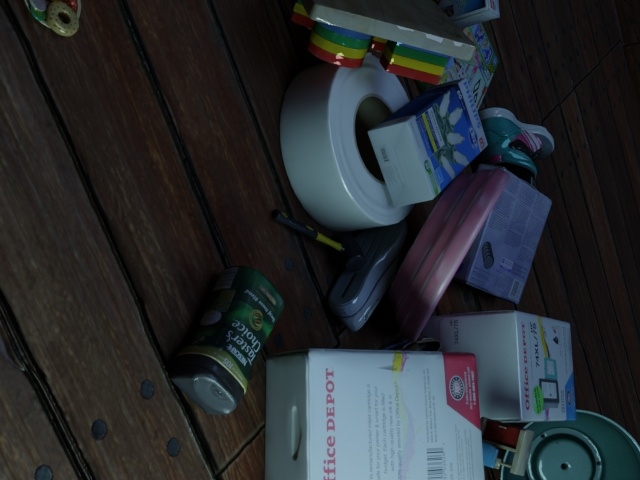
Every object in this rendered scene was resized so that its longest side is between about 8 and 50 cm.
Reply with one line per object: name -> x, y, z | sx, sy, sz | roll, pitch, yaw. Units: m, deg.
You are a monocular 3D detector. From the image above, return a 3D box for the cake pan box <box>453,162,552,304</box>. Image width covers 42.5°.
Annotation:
cake pan box -> 0.380, -0.007, 1.729 | 0.266, 0.070, 0.246 | 20, 89, -50

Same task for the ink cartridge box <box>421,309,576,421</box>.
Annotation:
ink cartridge box -> 0.343, 0.248, 1.574 | 0.270, 0.197, 0.198 | 14, 71, -52

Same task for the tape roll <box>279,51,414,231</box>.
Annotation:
tape roll -> 0.057, -0.159, 1.352 | 0.286, 0.100, 0.287 | 15, 71, -51

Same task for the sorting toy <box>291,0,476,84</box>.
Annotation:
sorting toy -> 0.074, -0.335, 1.283 | 0.255, 0.089, 0.257 | 10, 31, -18

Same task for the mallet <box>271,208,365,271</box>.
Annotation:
mallet -> 0.000, 0.000, 1.278 | 0.189, 0.039, 0.062 | 22, 29, -46

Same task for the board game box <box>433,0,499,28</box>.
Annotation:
board game box -> 0.242, -0.560, 1.611 | 0.053, 0.192, 0.306 | 8, 77, -53

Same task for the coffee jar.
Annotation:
coffee jar -> -0.119, 0.129, 1.064 | 0.096, 0.079, 0.184 | 53, 45, -33

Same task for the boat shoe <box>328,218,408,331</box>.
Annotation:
boat shoe -> 0.082, 0.053, 1.373 | 0.226, 0.083, 0.076 | -52, 136, -32

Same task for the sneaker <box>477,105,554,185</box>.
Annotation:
sneaker -> 0.454, -0.182, 1.879 | 0.295, 0.123, 0.179 | 12, 68, -45

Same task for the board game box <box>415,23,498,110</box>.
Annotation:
board game box -> 0.290, -0.384, 1.767 | 0.214, 0.046, 0.317 | 58, 42, -30

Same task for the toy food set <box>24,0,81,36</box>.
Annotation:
toy food set -> -0.307, -0.281, 0.941 | 0.082, 0.020, 0.083 | 36, 56, -45

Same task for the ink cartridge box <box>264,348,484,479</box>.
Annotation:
ink cartridge box -> 0.080, 0.272, 1.185 | 0.306, 0.131, 0.226 | 7, 76, -30

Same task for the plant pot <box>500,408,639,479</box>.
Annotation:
plant pot -> 0.526, 0.492, 1.741 | 0.196, 0.292, 0.293 | 21, 63, -80

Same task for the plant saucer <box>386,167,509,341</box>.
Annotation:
plant saucer -> 0.209, 0.014, 1.413 | 0.332, 0.084, 0.332 | -58, 170, -17

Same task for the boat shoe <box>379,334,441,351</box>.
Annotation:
boat shoe -> 0.151, 0.206, 1.430 | 0.183, 0.066, 0.066 | -34, 111, -51

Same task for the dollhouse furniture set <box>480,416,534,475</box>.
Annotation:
dollhouse furniture set -> 0.240, 0.290, 1.349 | 0.129, 0.183, 0.129 | 27, 76, -49

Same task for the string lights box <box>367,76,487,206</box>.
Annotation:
string lights box -> 0.186, -0.170, 1.378 | 0.259, 0.076, 0.134 | -41, 114, -50
